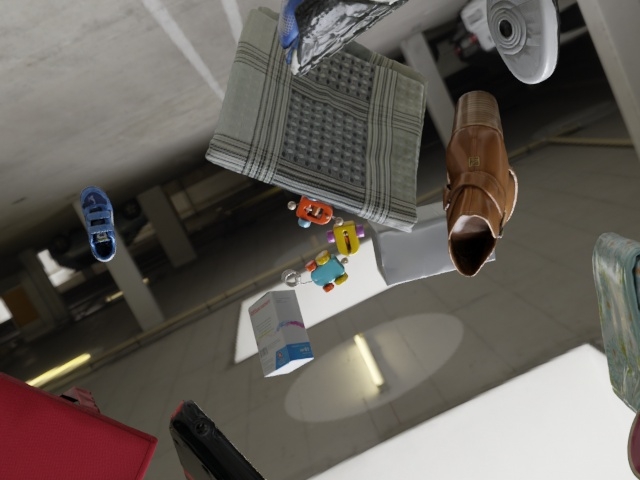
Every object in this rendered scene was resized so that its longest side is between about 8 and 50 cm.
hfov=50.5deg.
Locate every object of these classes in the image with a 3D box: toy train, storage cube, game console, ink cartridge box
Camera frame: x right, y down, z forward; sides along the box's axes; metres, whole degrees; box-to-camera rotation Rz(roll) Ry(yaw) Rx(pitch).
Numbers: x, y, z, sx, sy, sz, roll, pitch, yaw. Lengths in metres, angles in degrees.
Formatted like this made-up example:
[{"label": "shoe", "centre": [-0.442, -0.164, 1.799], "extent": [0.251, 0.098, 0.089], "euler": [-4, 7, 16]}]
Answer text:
[{"label": "toy train", "centre": [0.000, 0.000, 1.064], "extent": [0.125, 0.166, 0.046], "euler": [14, -154, -3]}, {"label": "storage cube", "centre": [-0.281, 0.192, 0.517], "extent": [0.184, 0.193, 0.214], "euler": [-5, -124, 48]}, {"label": "game console", "centre": [-0.006, 0.351, 0.702], "extent": [0.060, 0.387, 0.342], "euler": [-39, 158, -27]}, {"label": "ink cartridge box", "centre": [-0.067, 0.152, 1.119], "extent": [0.052, 0.122, 0.088], "euler": [-3, 157, -36]}]

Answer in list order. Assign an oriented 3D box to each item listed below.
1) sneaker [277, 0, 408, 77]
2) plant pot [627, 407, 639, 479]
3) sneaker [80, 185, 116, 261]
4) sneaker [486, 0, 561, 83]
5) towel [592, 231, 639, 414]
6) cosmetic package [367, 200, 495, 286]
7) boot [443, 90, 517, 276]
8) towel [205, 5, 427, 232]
[{"label": "sneaker", "centre": [-0.008, -0.266, 0.622], "extent": [0.130, 0.147, 0.330], "euler": [-31, -151, 22]}, {"label": "plant pot", "centre": [0.521, 0.287, 0.890], "extent": [0.201, 0.180, 0.201], "euler": [-159, -90, -89]}, {"label": "sneaker", "centre": [-0.399, -0.028, 1.229], "extent": [0.053, 0.144, 0.059], "euler": [-13, -160, -15]}, {"label": "sneaker", "centre": [0.223, -0.275, 0.674], "extent": [0.121, 0.216, 0.079], "euler": [-24, -170, -24]}, {"label": "towel", "centre": [0.652, 0.179, 1.411], "extent": [0.090, 0.374, 0.320], "euler": [-9, -176, 8]}, {"label": "cosmetic package", "centre": [0.226, -0.002, 1.392], "extent": [0.238, 0.127, 0.107], "euler": [-11, -161, -2]}, {"label": "boot", "centre": [0.153, -0.027, 0.665], "extent": [0.073, 0.197, 0.152], "euler": [-4, -127, 20]}, {"label": "towel", "centre": [0.016, -0.192, 0.982], "extent": [0.056, 0.312, 0.324], "euler": [127, -23, -52]}]
